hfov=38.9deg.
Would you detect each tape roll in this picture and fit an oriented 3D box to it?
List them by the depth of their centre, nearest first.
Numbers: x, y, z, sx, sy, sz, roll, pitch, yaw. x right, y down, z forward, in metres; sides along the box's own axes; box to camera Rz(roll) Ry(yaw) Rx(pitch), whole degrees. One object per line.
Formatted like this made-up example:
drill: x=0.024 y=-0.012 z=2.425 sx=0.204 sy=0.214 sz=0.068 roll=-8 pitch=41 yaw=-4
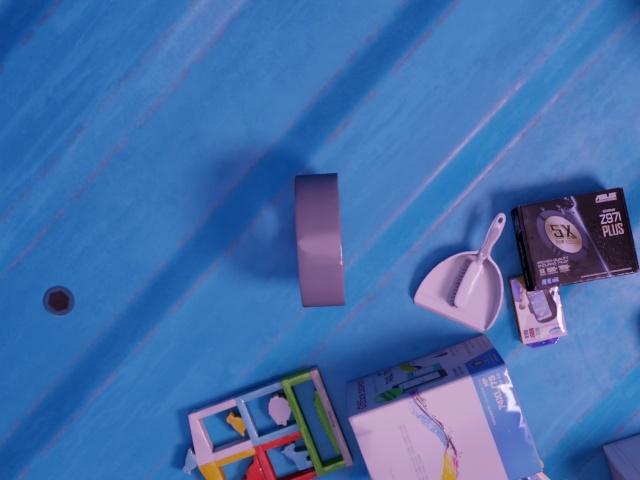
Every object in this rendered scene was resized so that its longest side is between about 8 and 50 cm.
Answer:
tape roll: x=0.000 y=0.000 z=1.489 sx=0.072 sy=0.219 sz=0.219 roll=-3 pitch=98 yaw=2

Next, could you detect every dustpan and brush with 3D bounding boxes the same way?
dustpan and brush: x=0.267 y=0.047 z=1.571 sx=0.147 sy=0.060 sz=0.211 roll=23 pitch=98 yaw=-2

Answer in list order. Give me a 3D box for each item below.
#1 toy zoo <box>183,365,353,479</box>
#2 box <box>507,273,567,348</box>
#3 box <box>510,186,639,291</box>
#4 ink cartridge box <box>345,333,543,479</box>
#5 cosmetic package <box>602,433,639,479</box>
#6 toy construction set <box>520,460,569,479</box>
toy zoo: x=-0.109 y=0.363 z=1.635 sx=0.293 sy=0.030 sz=0.192 roll=-21 pitch=97 yaw=4
box: x=0.384 y=0.123 z=1.598 sx=0.081 sy=0.028 sz=0.136 roll=-13 pitch=95 yaw=2
box: x=0.430 y=0.000 z=1.540 sx=0.180 sy=0.077 sz=0.147 roll=-10 pitch=84 yaw=2
ink cartridge box: x=0.200 y=0.313 z=1.541 sx=0.270 sy=0.198 sz=0.197 roll=-20 pitch=98 yaw=3
cosmetic package: x=0.632 y=0.530 z=1.568 sx=0.155 sy=0.197 sz=0.365 roll=-19 pitch=96 yaw=4
toy construction set: x=0.452 y=0.533 z=1.538 sx=0.151 sy=0.328 sz=0.215 roll=-28 pitch=138 yaw=-32
